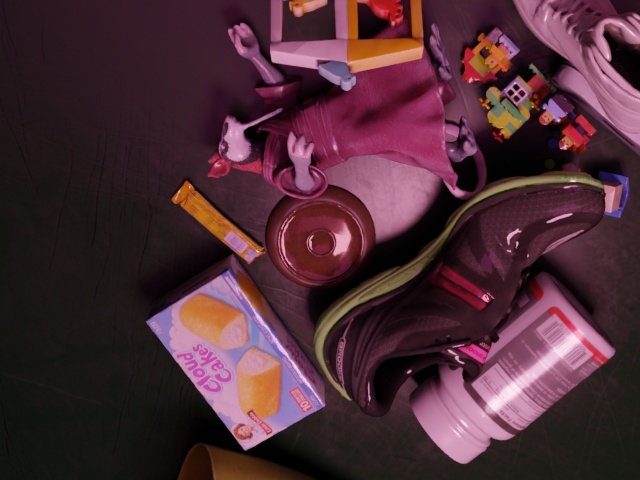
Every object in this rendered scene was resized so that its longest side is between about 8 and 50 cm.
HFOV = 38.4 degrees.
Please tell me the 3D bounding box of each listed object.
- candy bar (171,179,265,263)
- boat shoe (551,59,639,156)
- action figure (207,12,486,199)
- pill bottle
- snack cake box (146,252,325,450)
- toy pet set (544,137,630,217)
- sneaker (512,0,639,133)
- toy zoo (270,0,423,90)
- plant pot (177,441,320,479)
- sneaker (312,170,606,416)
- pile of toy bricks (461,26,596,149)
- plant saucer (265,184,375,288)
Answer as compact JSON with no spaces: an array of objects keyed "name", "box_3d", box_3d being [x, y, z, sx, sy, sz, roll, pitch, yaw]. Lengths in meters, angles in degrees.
[{"name":"candy bar","box_3d":[-0.152,-0.024,1.377,0.161,0.018,0.040,41,108,-13]},{"name":"boat shoe","box_3d":[0.472,-0.171,1.281,0.306,0.113,0.105,39,99,4]},{"name":"action figure","box_3d":[0.014,-0.161,1.279,0.370,0.248,0.276,-18,149,17]},{"name":"pill bottle","box_3d":[0.282,0.194,1.378,0.283,0.161,0.161,-43,104,14]},{"name":"snack cake box","box_3d":[-0.125,0.172,1.407,0.152,0.089,0.264,-32,106,9]},{"name":"toy pet set","box_3d":[0.390,-0.084,1.348,0.114,0.065,0.122,16,109,31]},{"name":"sneaker","box_3d":[0.346,-0.278,1.166,0.108,0.169,0.293,-38,78,5]},{"name":"toy zoo","box_3d":[0.031,-0.325,1.176,0.192,0.030,0.293,-2,71,1]},{"name":"plant pot","box_3d":[-0.067,0.472,1.440,0.293,0.275,0.275,12,109,-20]},{"name":"sneaker","box_3d":[0.213,0.084,1.298,0.482,0.202,0.185,-40,147,20]},{"name":"pile of toy bricks","box_3d":[0.274,-0.185,1.268,0.212,0.118,0.105,45,106,-5]},{"name":"plant saucer","box_3d":[0.000,0.000,1.380,0.168,0.029,0.169,0,110,0]}]
